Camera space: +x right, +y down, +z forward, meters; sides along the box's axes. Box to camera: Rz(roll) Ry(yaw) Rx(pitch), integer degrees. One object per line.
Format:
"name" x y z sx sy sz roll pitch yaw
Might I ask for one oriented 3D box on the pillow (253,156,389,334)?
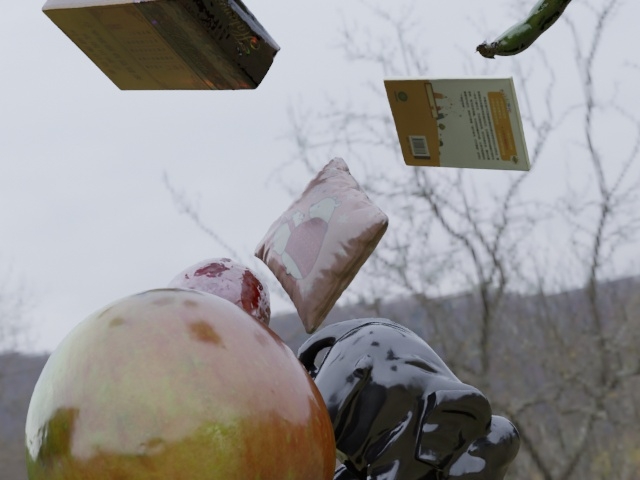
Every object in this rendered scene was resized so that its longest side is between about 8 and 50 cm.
"pillow" 0.000 0.000 1.918 0.084 0.236 0.223 26 -74 -35

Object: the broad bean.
"broad bean" 0.376 -0.410 2.062 0.292 0.049 0.144 -51 -28 13

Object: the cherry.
"cherry" -0.163 0.124 1.972 0.192 0.175 0.249 -33 17 -7

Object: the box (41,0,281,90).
"box" -0.306 -0.406 2.367 0.415 0.116 0.264 4 -32 43

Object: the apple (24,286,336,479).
"apple" -0.154 0.219 1.346 0.339 0.340 0.339 -12 -9 -2

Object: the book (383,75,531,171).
"book" 0.275 -0.238 2.510 0.295 0.208 0.020 6 34 36

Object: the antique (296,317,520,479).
"antique" 0.084 0.245 1.551 0.255 0.322 0.185 -37 -15 -12
